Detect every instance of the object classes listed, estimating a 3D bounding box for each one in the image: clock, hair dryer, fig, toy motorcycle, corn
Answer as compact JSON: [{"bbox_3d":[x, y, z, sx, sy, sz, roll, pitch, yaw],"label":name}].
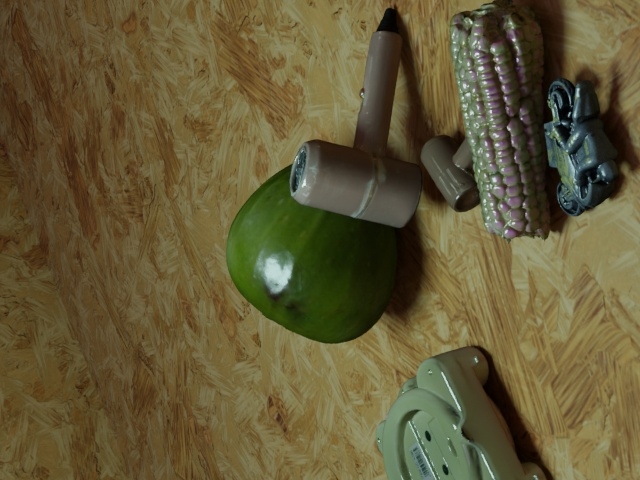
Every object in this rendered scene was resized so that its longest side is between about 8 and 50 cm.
[{"bbox_3d":[0.209,0.347,1.925,0.284,0.114,0.309,63,150,19],"label":"clock"},{"bbox_3d":[0.069,-0.204,1.860,0.107,0.189,0.344,152,129,-69],"label":"hair dryer"},{"bbox_3d":[0.000,0.000,1.987,0.316,0.316,0.316,30,127,52],"label":"fig"},{"bbox_3d":[0.223,-0.140,1.763,0.117,0.064,0.182,61,139,28],"label":"hair dryer"},{"bbox_3d":[0.342,-0.115,1.557,0.124,0.061,0.194,29,132,60],"label":"toy motorcycle"},{"bbox_3d":[0.254,-0.161,1.644,0.126,0.126,0.335,16,118,57],"label":"corn"}]
